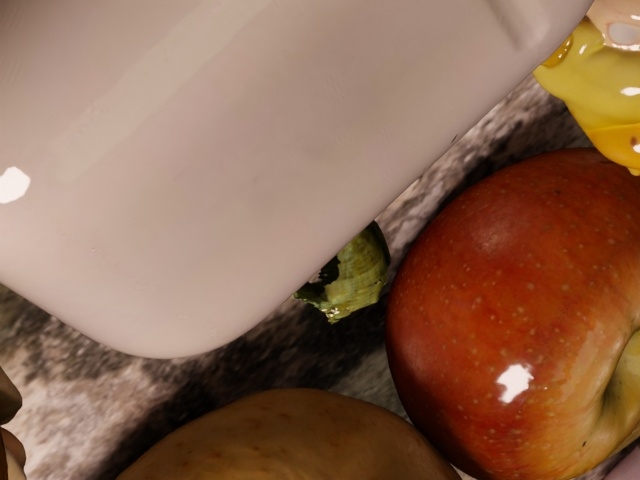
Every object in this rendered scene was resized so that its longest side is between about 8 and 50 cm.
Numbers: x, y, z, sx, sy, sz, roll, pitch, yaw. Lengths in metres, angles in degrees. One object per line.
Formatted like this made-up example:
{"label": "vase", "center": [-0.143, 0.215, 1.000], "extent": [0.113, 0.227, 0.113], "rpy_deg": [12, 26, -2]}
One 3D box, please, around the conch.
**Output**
{"label": "conch", "center": [0.000, 0.000, 1.110], "extent": [0.089, 0.074, 0.121], "rpy_deg": [-60, 149, -53]}

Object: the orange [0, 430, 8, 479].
{"label": "orange", "center": [-0.184, 0.082, 0.576], "extent": [0.183, 0.249, 0.249], "rpy_deg": [-33, 153, -50]}

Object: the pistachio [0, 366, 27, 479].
{"label": "pistachio", "center": [-0.218, 0.092, 0.921], "extent": [0.144, 0.144, 0.215], "rpy_deg": [-41, 155, -3]}

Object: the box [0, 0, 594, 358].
{"label": "box", "center": [-0.025, -0.104, 0.882], "extent": [0.349, 0.141, 0.289], "rpy_deg": [-43, 149, 2]}

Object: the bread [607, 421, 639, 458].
{"label": "bread", "center": [0.205, 0.100, 1.459], "extent": [0.213, 0.105, 0.213], "rpy_deg": [-33, 152, -21]}

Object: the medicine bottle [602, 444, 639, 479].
{"label": "medicine bottle", "center": [0.443, 0.163, 1.716], "extent": [0.379, 0.213, 0.213], "rpy_deg": [-44, 150, 4]}

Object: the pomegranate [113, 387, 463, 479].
{"label": "pomegranate", "center": [-0.027, 0.240, 1.211], "extent": [0.307, 0.307, 0.307], "rpy_deg": [-30, 148, -21]}

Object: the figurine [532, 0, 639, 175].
{"label": "figurine", "center": [0.194, -0.144, 1.115], "extent": [0.156, 0.131, 0.246], "rpy_deg": [0, 142, -3]}

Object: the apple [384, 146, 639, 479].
{"label": "apple", "center": [0.146, 0.043, 1.255], "extent": [0.235, 0.173, 0.210], "rpy_deg": [-46, 147, -12]}
